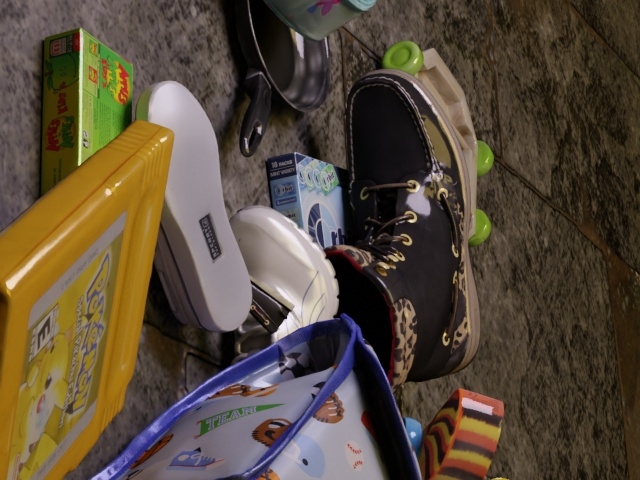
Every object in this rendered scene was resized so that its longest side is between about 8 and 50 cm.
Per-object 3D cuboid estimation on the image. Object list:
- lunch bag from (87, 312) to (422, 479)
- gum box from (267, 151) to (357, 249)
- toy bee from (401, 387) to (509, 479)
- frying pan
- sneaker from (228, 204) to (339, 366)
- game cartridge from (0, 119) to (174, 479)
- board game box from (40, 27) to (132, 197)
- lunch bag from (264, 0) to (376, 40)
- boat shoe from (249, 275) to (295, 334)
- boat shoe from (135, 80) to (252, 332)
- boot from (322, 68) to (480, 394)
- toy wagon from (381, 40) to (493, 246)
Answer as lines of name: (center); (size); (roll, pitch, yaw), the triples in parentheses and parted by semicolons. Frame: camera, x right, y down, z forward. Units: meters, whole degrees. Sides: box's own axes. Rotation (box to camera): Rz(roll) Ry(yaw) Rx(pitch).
lunch bag: (-0.012, 0.283, 1.744); (0.385, 0.239, 0.327); (-40, 116, -59)
gum box: (0.000, 0.000, 2.155); (0.157, 0.041, 0.184); (14, 66, -63)
toy bee: (0.126, 0.286, 2.041); (0.298, 0.195, 0.162); (84, 15, -62)
frying pan: (-0.048, -0.187, 2.124); (0.197, 0.053, 0.326); (43, 42, -49)
sneaker: (-0.043, 0.109, 1.942); (0.129, 0.111, 0.297); (-23, 99, -59)
game cartridge: (-0.212, 0.085, 1.484); (0.323, 0.053, 0.285); (-50, 156, -59)
board game box: (-0.218, -0.097, 1.727); (0.092, 0.043, 0.181); (35, 49, -57)
lunch bag: (-0.039, -0.386, 2.100); (0.279, 0.108, 0.224); (48, 33, -24)
boat shoe: (-0.090, 0.045, 1.880); (0.133, 0.042, 0.049); (37, -6, 5)
boat shoe: (-0.145, -0.029, 1.805); (0.095, 0.084, 0.258); (-27, 111, -47)
boot: (0.069, 0.001, 2.101); (0.284, 0.138, 0.377); (-25, 108, -65)
toy wagon: (0.152, -0.094, 2.497); (0.267, 0.068, 0.344); (48, 38, -47)
